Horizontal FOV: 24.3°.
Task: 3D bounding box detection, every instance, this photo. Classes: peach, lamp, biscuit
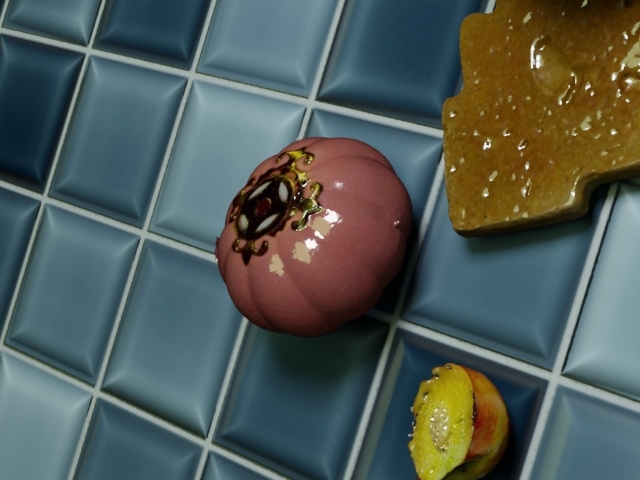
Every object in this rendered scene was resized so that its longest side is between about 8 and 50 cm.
[{"bbox_3d":[0.113,0.148,1.174,0.098,0.061,0.098,-40,41,48],"label":"peach"},{"bbox_3d":[0.000,0.000,1.261,0.182,0.140,0.182,-26,46,30],"label":"lamp"},{"bbox_3d":[0.193,-0.130,1.183,0.301,0.043,0.278,-54,53,17],"label":"biscuit"}]
